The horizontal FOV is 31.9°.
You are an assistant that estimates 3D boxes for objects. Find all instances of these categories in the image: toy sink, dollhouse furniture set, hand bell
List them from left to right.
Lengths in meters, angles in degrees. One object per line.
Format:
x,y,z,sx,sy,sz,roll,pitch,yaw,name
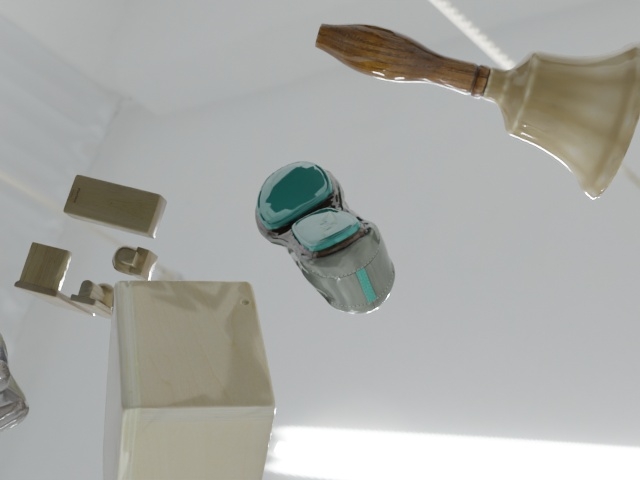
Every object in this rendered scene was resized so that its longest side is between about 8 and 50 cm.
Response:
-0.265,0.016,1.384,0.144,0.123,0.151,14,-102,14,dollhouse furniture set
-0.118,0.171,0.979,0.153,0.131,0.234,-106,-158,-50,toy sink
0.115,-0.127,0.861,0.126,0.242,0.126,17,90,-90,hand bell

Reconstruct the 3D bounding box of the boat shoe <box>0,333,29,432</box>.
-0.250,0.068,0.682,0.116,0.123,0.324,65,-26,11,boat shoe

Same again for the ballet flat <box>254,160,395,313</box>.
0.000,0.000,0.819,0.072,0.068,0.213,-29,-159,-3,ballet flat
